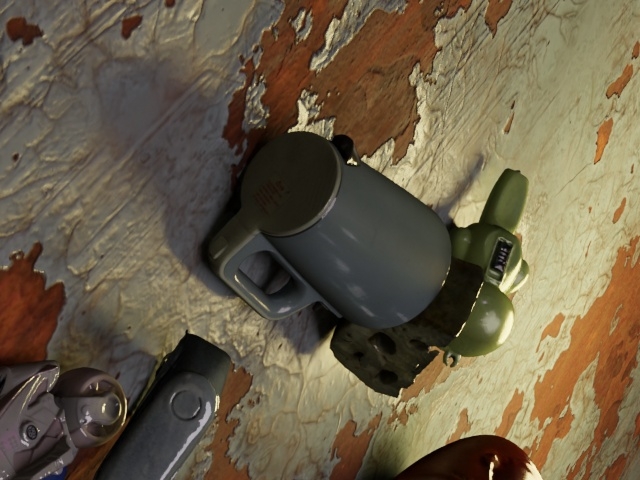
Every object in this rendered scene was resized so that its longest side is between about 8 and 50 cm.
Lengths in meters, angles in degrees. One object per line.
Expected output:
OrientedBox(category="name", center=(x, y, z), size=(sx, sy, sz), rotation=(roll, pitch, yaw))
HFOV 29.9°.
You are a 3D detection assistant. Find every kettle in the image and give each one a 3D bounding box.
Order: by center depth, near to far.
OrientedBox(category="kettle", center=(0.000, 0.000, 1.287), size=(0.210, 0.160, 0.243), rotation=(-40, 145, 11))

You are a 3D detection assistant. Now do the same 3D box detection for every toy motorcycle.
OrientedBox(category="toy motorcycle", center=(-0.266, 0.162, 1.001), size=(0.254, 0.112, 0.112), rotation=(-24, 130, -51))

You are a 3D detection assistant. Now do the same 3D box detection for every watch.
OrientedBox(category="watch", center=(-0.157, 0.185, 1.130), size=(0.206, 0.068, 0.193), rotation=(-58, -175, -6))

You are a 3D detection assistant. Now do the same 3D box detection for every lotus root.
OrientedBox(category="lotus root", center=(0.099, 0.096, 1.456), size=(0.235, 0.138, 0.119), rotation=(-49, -163, 59))

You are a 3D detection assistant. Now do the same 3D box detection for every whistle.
OrientedBox(category="whistle", center=(0.221, 0.043, 1.699), size=(0.141, 0.141, 0.294), rotation=(63, 39, -54))

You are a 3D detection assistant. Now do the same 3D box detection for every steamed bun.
OrientedBox(category="steamed bun", center=(0.184, 0.482, 1.791), size=(0.235, 0.248, 0.379), rotation=(-21, 117, -55))
